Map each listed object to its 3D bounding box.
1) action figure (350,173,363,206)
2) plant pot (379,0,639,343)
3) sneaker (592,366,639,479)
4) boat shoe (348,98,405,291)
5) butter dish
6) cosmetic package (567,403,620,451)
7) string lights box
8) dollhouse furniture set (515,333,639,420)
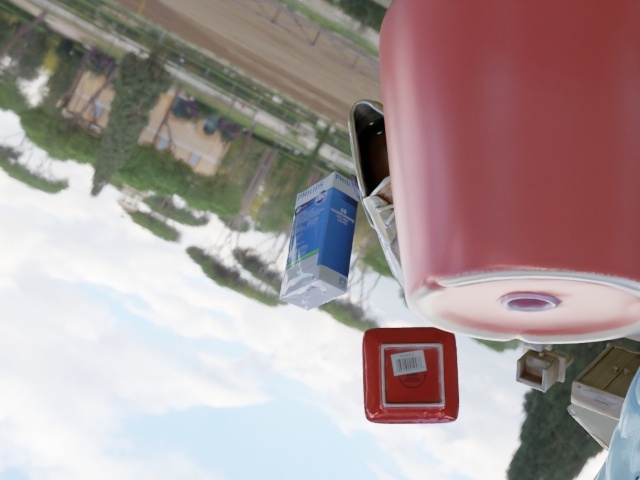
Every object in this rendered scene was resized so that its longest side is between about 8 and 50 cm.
[{"bbox_3d":[0.202,-0.117,1.293,0.285,0.185,0.099,-9,129,22],"label":"action figure"},{"bbox_3d":[0.170,-0.058,0.611,0.275,0.243,0.275,6,160,2],"label":"plant pot"},{"bbox_3d":[0.284,0.194,0.620,0.135,0.366,0.150,12,135,20],"label":"sneaker"},{"bbox_3d":[0.098,-0.038,0.874,0.103,0.113,0.302,42,-162,-51],"label":"boat shoe"},{"bbox_3d":[0.148,0.229,1.316,0.160,0.159,0.118,-1,171,-2],"label":"butter dish"},{"bbox_3d":[0.678,0.439,1.618,0.309,0.113,0.160,45,-174,14],"label":"cosmetic package"},{"bbox_3d":[0.000,0.000,1.589,0.077,0.259,0.133,28,145,-29],"label":"string lights box"},{"bbox_3d":[0.512,0.102,1.321,0.303,0.355,0.174,15,-153,39],"label":"dollhouse furniture set"}]
